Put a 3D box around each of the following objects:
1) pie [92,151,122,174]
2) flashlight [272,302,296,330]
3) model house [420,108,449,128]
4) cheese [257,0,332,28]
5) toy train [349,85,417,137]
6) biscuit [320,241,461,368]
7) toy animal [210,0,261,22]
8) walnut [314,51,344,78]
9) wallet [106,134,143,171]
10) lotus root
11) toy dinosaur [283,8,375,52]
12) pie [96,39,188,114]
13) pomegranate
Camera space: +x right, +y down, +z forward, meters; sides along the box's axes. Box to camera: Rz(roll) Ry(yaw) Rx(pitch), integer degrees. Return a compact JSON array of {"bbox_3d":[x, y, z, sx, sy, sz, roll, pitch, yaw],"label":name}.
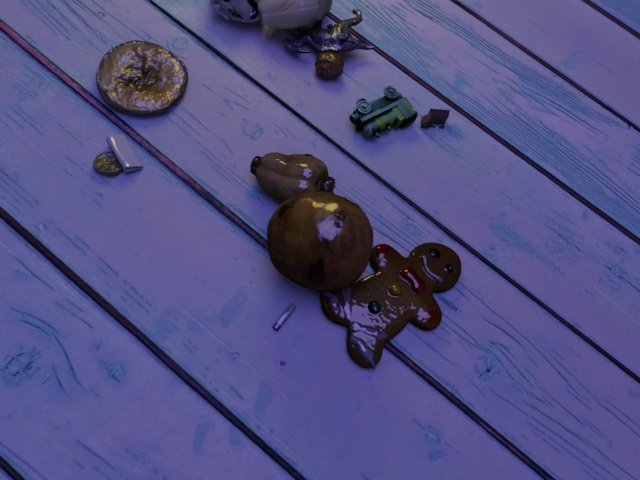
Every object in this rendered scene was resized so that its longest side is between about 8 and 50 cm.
[{"bbox_3d":[-0.594,-0.215,1.614,0.084,0.021,0.084,6,57,-9],"label":"pie"},{"bbox_3d":[-0.095,0.201,1.513,0.018,0.018,0.083,35,65,7],"label":"flashlight"},{"bbox_3d":[0.363,-0.391,1.826,0.083,0.058,0.057,5,66,-7],"label":"model house"},{"bbox_3d":[-0.082,-0.781,1.853,0.233,0.127,0.266,8,42,20],"label":"cheese"},{"bbox_3d":[0.191,-0.392,1.788,0.200,0.083,0.132,-30,77,-19],"label":"toy train"},{"bbox_3d":[0.214,0.133,1.569,0.432,0.064,0.283,-29,74,-19],"label":"biscuit"},{"bbox_3d":[-0.274,-0.808,1.840,0.156,0.208,0.204,-3,64,18],"label":"toy animal"},{"bbox_3d":[0.027,-0.559,1.836,0.096,0.082,0.079,7,86,8],"label":"walnut"},{"bbox_3d":[-0.554,-0.249,1.626,0.061,0.025,0.122,-17,66,-45],"label":"wallet"},{"bbox_3d":[-0.071,-0.175,1.619,0.257,0.140,0.154,22,78,12],"label":"lotus root"},{"bbox_3d":[0.026,-0.669,1.881,0.294,0.077,0.162,-7,62,3],"label":"toy dinosaur"},{"bbox_3d":[-0.534,-0.490,1.726,0.274,0.055,0.274,3,66,-7],"label":"pie"},{"bbox_3d":[0.000,0.000,1.479,0.281,0.281,0.281,3,66,-8],"label":"pomegranate"}]
